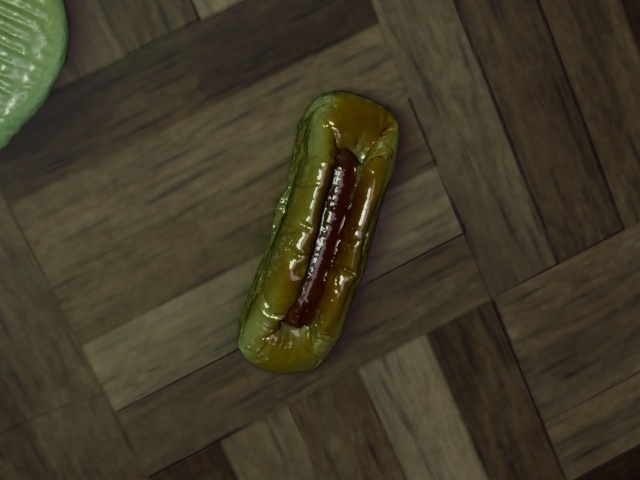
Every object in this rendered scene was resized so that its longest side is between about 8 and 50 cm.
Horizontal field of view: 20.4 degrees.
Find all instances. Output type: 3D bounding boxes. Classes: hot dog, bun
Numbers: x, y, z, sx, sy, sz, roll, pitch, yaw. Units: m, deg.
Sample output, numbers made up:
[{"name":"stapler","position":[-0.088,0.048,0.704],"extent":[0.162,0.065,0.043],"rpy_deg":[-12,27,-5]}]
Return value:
[{"name":"hot dog","position":[0.000,0.000,1.446],"extent":[0.084,0.073,0.242],"rpy_deg":[16,99,-15]},{"name":"bun","position":[-0.294,-0.154,1.298],"extent":[0.221,0.108,0.221],"rpy_deg":[-2,97,-17]}]
